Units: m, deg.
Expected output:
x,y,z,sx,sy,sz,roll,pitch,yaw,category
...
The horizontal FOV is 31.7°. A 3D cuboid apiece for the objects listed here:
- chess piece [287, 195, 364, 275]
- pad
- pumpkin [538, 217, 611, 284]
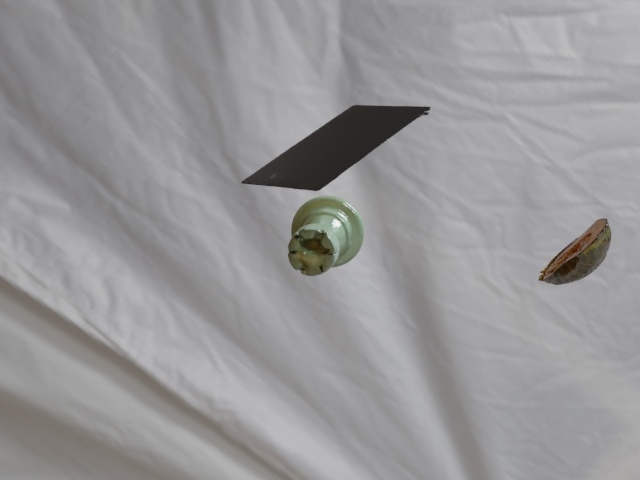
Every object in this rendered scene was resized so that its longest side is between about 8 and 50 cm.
x,y,z,sx,sy,sz,roll,pitch,yaw,category
0.000,0.000,0.985,0.067,0.067,0.103,-53,179,16,chess piece
0.025,-0.136,1.629,0.265,0.160,0.009,-37,122,-36,pad
0.225,0.016,0.972,0.083,0.028,0.050,-39,-171,44,pumpkin
